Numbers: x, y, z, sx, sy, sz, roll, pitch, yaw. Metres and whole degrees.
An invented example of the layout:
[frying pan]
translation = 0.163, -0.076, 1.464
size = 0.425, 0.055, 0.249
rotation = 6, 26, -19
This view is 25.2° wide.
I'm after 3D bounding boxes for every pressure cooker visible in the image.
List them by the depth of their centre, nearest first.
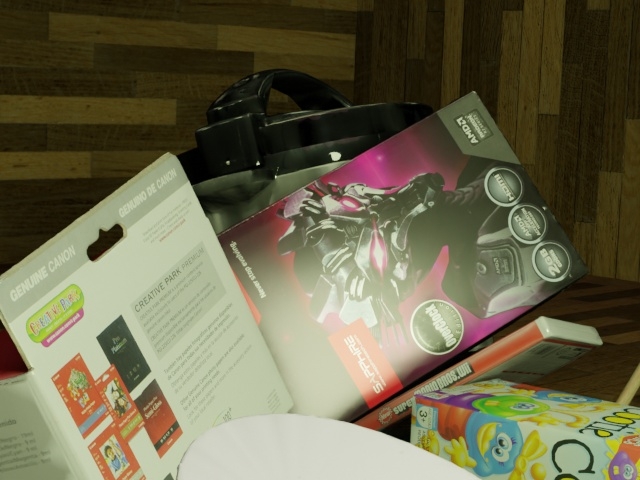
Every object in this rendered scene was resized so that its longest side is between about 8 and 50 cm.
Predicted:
[pressure cooker]
translation = -0.006, 0.001, 1.704
size = 0.375, 0.420, 0.370
rotation = -11, -5, -18

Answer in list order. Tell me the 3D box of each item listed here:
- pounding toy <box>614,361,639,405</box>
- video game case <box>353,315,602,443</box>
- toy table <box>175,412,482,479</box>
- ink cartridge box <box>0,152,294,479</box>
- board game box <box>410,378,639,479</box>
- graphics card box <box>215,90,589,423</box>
[pounding toy]
translation = 0.421, 0.202, 1.552
size = 0.269, 0.155, 0.154
rotation = -2, 3, -35
[video game case]
translation = 0.151, 0.164, 1.536
size = 0.285, 0.025, 0.204
rotation = -32, -19, 19
[toy table]
translation = 0.033, 0.233, 0.806
size = 0.252, 0.161, 0.274
rotation = -22, 44, -37
[ink cartridge box]
translation = -0.181, 0.109, 1.206
size = 0.130, 0.272, 0.309
rotation = -16, 15, 28
[board game box]
translation = 0.231, 0.226, 1.331
size = 0.275, 0.142, 0.144
rotation = 8, 9, 44
[graphics card box]
translation = 0.062, 0.033, 1.467
size = 0.371, 0.233, 0.094
rotation = -29, -7, -18
